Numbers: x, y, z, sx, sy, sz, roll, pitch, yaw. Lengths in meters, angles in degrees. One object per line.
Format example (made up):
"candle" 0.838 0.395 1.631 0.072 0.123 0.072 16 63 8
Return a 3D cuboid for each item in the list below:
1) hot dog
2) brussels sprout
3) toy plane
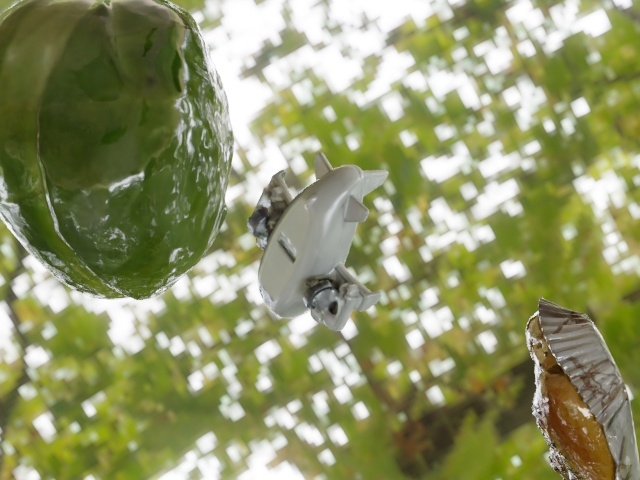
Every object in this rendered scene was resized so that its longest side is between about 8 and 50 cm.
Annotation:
"hot dog" 0.168 0.121 1.208 0.059 0.191 0.108 -19 -136 2
"brussels sprout" -0.228 -0.129 2.034 0.276 0.315 0.371 -19 -138 17
"toy plane" -0.002 0.000 1.721 0.080 0.174 0.174 -4 179 -42
